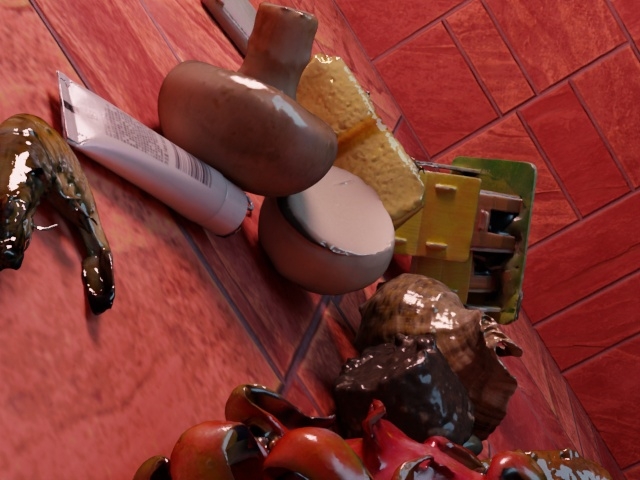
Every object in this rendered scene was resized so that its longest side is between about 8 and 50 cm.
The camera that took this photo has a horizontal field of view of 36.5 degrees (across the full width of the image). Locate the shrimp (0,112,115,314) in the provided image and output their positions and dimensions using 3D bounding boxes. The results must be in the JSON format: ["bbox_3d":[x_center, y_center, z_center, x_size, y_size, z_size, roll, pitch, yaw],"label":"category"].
[{"bbox_3d":[-0.199,-0.014,0.726,0.150,0.051,0.217,60,9,-27],"label":"shrimp"}]

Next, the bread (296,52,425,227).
[{"bbox_3d":[0.029,-0.111,1.391,0.263,0.198,0.236,59,9,6],"label":"bread"}]

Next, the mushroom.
[{"bbox_3d":[-0.082,-0.150,1.074,0.206,0.206,0.209,11,73,-70],"label":"mushroom"}]

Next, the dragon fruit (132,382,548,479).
[{"bbox_3d":[0.040,0.222,0.691,0.307,0.243,0.228,53,54,-38],"label":"dragon fruit"}]

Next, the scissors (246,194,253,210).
[{"bbox_3d":[-0.107,-0.058,1.162,0.058,0.014,0.119,59,11,1],"label":"scissors"}]

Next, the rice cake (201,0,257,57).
[{"bbox_3d":[-0.136,-0.374,1.622,0.198,0.037,0.189,48,19,-36],"label":"rice cake"}]

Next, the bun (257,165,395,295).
[{"bbox_3d":[0.000,0.000,1.187,0.172,0.120,0.173,20,39,-17],"label":"bun"}]

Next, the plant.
[{"bbox_3d":[0.125,0.245,1.110,0.275,0.146,0.149,58,34,-10],"label":"plant"}]

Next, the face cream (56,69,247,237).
[{"bbox_3d":[-0.162,-0.074,0.947,0.243,0.058,0.092,35,28,-47],"label":"face cream"}]

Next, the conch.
[{"bbox_3d":[0.126,0.148,1.241,0.291,0.158,0.210,178,-82,-73],"label":"conch"}]

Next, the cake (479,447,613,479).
[{"bbox_3d":[0.190,0.362,0.895,0.196,0.199,0.293,8,52,-35],"label":"cake"}]

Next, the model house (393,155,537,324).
[{"bbox_3d":[0.160,-0.022,1.769,0.323,0.340,0.301,5,95,-44],"label":"model house"}]
